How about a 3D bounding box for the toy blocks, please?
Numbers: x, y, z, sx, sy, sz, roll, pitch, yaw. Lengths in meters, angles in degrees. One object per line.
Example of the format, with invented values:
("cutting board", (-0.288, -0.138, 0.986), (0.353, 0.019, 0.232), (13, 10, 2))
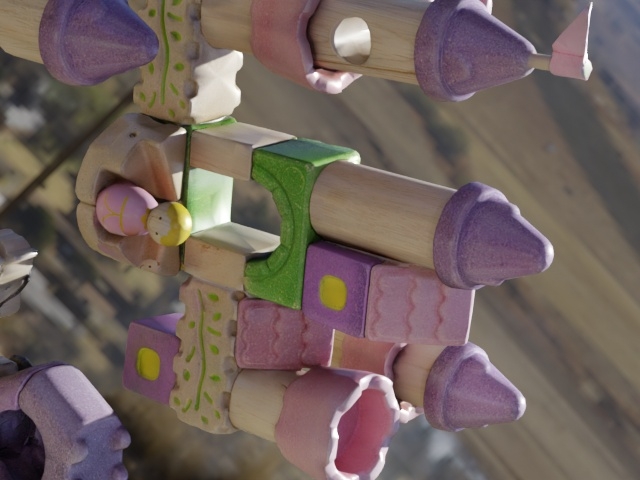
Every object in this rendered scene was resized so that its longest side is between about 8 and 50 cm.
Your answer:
("toy blocks", (0.000, 0.000, 0.924), (0.260, 0.288, 0.309), (18, 21, 36))
